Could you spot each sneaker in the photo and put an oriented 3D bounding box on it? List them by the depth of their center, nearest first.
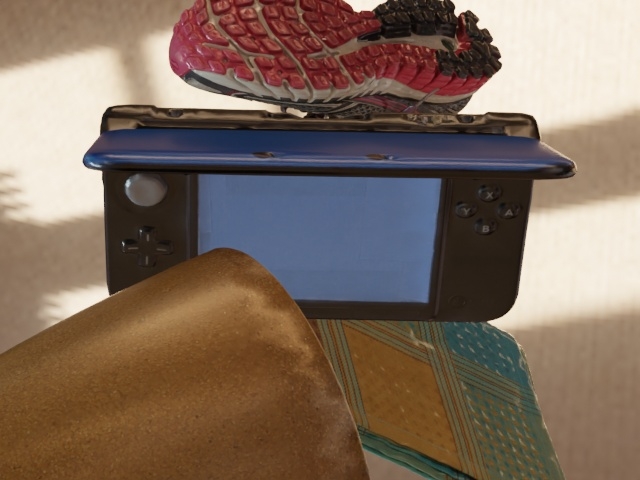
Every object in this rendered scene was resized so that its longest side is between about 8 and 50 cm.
[{"bbox_3d":[0.010,-0.132,1.591,0.299,0.121,0.112,3,140,-34],"label":"sneaker"}]

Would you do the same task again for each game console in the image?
[{"bbox_3d":[0.000,0.000,1.252,0.293,0.173,0.250,1,130,-2],"label":"game console"}]

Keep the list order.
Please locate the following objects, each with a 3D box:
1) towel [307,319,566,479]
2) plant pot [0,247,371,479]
[{"bbox_3d":[0.080,0.124,1.855,0.370,0.271,0.040,27,122,-32],"label":"towel"},{"bbox_3d":[-0.133,0.149,1.011,0.254,0.237,0.237,-16,156,-25],"label":"plant pot"}]
